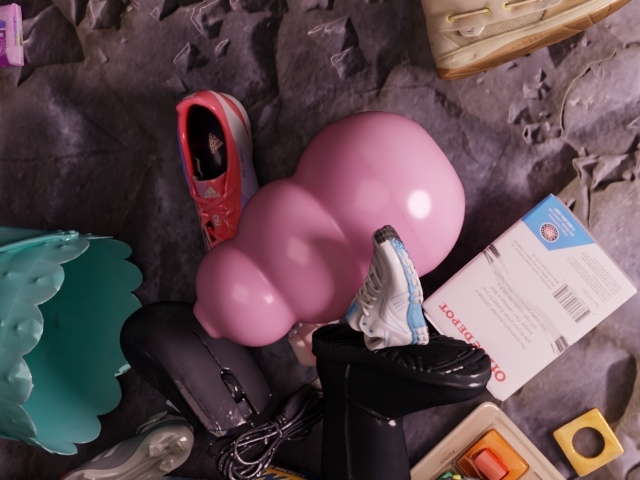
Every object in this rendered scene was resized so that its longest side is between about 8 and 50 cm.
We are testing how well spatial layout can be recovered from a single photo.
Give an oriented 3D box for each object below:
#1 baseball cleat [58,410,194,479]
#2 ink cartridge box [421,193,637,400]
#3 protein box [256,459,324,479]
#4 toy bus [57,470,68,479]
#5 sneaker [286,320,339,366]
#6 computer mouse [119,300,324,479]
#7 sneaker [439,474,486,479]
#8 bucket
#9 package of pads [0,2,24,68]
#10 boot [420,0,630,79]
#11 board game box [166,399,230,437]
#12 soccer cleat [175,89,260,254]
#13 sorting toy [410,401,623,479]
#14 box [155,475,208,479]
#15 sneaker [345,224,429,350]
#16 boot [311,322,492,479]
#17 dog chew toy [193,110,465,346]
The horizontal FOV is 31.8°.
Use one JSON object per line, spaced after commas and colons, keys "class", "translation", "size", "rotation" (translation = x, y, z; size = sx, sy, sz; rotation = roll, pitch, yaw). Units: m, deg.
{"class": "baseball cleat", "translation": [-0.248, 0.286, 1.433], "size": [0.206, 0.109, 0.072], "rotation": [-25, 103, 7]}
{"class": "ink cartridge box", "translation": [0.243, 0.066, 1.313], "size": [0.203, 0.086, 0.148], "rotation": [-41, 81, 13]}
{"class": "protein box", "translation": [-0.055, 0.392, 1.340], "size": [0.136, 0.201, 0.200], "rotation": [14, 95, 14]}
{"class": "toy bus", "translation": [-0.415, 0.364, 1.437], "size": [0.104, 0.191, 0.202], "rotation": [22, 97, 13]}
{"class": "sneaker", "translation": [-0.013, 0.095, 1.397], "size": [0.070, 0.051, 0.134], "rotation": [-9, 94, 9]}
{"class": "computer mouse", "translation": [-0.130, 0.155, 1.377], "size": [0.272, 0.188, 0.072], "rotation": [37, 135, 19]}
{"class": "sneaker", "translation": [0.287, 0.382, 1.249], "size": [0.385, 0.147, 0.145], "rotation": [12, 104, -3]}
{"class": "bucket", "translation": [-0.361, 0.112, 1.385], "size": [0.183, 0.281, 0.281], "rotation": [11, 94, 17]}
{"class": "package of pads", "translation": [-0.426, -0.274, 1.503], "size": [0.050, 0.032, 0.083], "rotation": [-2, 91, 17]}
{"class": "boot", "translation": [0.228, -0.323, 1.304], "size": [0.262, 0.095, 0.203], "rotation": [-21, 85, 18]}
{"class": "board game box", "translation": [-0.140, 0.194, 1.449], "size": [0.090, 0.020, 0.090], "rotation": [31, 99, 12]}
{"class": "soccer cleat", "translation": [-0.114, -0.031, 1.386], "size": [0.109, 0.116, 0.318], "rotation": [-14, 88, 14]}
{"class": "sorting toy", "translation": [0.205, 0.321, 1.351], "size": [0.347, 0.047, 0.196], "rotation": [-46, 81, 11]}
{"class": "box", "translation": [-0.237, 0.405, 1.398], "size": [0.159, 0.044, 0.233], "rotation": [3, 52, 14]}
{"class": "sneaker", "translation": [0.065, 0.062, 1.198], "size": [0.083, 0.190, 0.071], "rotation": [-18, 48, -3]}
{"class": "boot", "translation": [0.096, 0.214, 1.310], "size": [0.246, 0.094, 0.207], "rotation": [7, 110, 38]}
{"class": "dog chew toy", "translation": [0.000, 0.000, 1.288], "size": [0.332, 0.206, 0.206], "rotation": [-36, 83, -4]}
